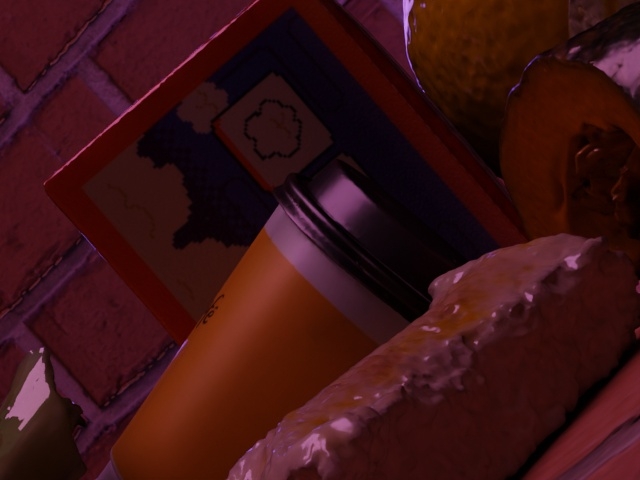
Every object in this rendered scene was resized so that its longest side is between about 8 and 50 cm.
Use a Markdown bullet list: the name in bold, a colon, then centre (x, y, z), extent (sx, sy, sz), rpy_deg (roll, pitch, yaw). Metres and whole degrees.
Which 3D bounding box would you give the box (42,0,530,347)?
- **box**: centre (0.000, 0.000, 1.439), extent (0.257, 0.318, 0.349), rpy_deg (-42, -3, 0)

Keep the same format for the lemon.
- **lemon**: centre (0.215, -0.186, 1.362), extent (0.336, 0.336, 0.336), rpy_deg (-41, -2, -2)

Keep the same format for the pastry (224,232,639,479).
- **pastry**: centre (0.053, 0.075, 0.828), extent (0.121, 0.089, 0.258), rpy_deg (-39, 1, 42)

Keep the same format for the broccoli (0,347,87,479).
- **broccoli**: centre (-0.186, 0.253, 1.073), extent (0.302, 0.186, 0.254), rpy_deg (-39, -43, -48)

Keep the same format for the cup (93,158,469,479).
- **cup**: centre (-0.012, 0.094, 1.176), extent (0.280, 0.196, 0.196), rpy_deg (-49, -3, 7)

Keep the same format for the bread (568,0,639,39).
- **bread**: centre (0.242, -0.141, 1.065), extent (0.124, 0.186, 0.257), rpy_deg (-45, -8, -30)

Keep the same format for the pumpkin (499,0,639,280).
- **pumpkin**: centre (0.187, -0.072, 0.922), extent (0.163, 0.111, 0.278), rpy_deg (-32, -17, -14)
